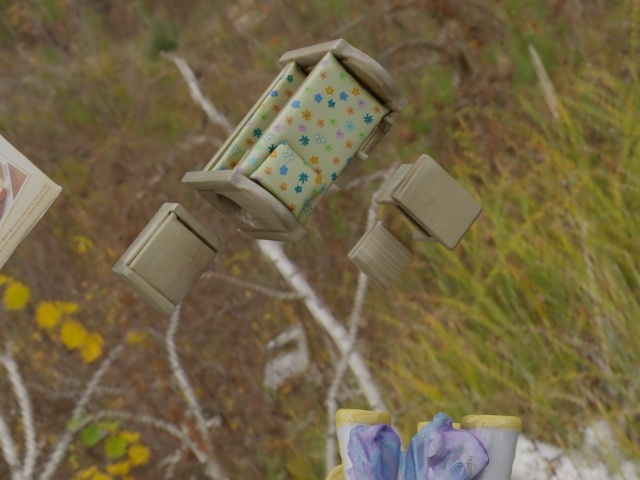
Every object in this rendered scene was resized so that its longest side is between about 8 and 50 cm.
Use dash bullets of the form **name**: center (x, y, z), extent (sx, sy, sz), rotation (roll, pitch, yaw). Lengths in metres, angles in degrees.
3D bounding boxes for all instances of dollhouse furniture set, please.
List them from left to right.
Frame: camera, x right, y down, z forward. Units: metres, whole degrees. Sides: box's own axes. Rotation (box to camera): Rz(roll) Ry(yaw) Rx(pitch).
- **dollhouse furniture set**: center (0.000, 0.000, 0.832), extent (0.182, 0.161, 0.101), rotation (-53, 20, -13)

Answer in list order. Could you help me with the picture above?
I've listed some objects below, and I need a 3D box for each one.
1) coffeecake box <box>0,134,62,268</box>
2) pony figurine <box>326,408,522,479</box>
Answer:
- **coffeecake box**: center (-0.255, -0.051, 0.738), extent (0.142, 0.185, 0.068), rotation (-18, 34, 53)
- **pony figurine**: center (0.062, 0.297, 0.898), extent (0.303, 0.363, 0.351), rotation (5, -10, -4)
